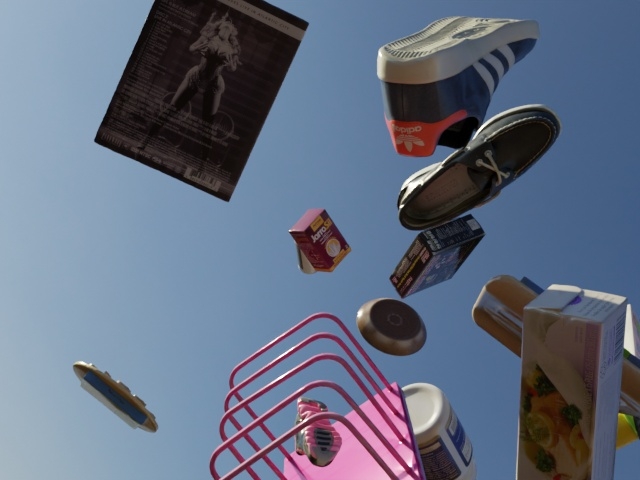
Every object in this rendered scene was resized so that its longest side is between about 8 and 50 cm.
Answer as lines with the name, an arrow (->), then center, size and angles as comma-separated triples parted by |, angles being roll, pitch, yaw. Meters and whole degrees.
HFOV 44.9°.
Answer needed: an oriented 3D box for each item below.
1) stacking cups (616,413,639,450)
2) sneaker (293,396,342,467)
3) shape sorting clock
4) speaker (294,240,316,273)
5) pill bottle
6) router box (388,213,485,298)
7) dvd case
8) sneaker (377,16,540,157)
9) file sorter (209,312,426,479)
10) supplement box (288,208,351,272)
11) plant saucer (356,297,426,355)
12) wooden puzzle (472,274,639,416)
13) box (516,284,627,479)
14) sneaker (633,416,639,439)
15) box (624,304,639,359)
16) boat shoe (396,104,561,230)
stacking cups -> 0.663, 0.298, 1.442 | 0.316, 0.096, 0.096 | -30, -75, 17
sneaker -> -0.010, 0.234, 0.901 | 0.047, 0.057, 0.119 | 21, 14, -14
shape sorting clock -> -0.397, 0.304, 1.507 | 0.206, 0.040, 0.206 | 30, -27, 17
speaker -> -0.027, 0.016, 1.693 | 0.055, 0.055, 0.136 | 31, -26, 21
pill bottle -> 0.252, 0.453, 1.726 | 0.153, 0.153, 0.265 | 9, -39, 42
router box -> 0.156, 0.023, 1.049 | 0.038, 0.092, 0.122 | 58, -30, 22
dvd case -> -0.132, -0.176, 0.863 | 0.164, 0.221, 0.018 | 24, 5, -8
sneaker -> 0.184, -0.205, 1.016 | 0.131, 0.350, 0.148 | 13, -61, 36
file sorter -> -0.012, 0.245, 0.955 | 0.182, 0.202, 0.291 | 52, 9, -14
supplement box -> 0.000, 0.000, 1.170 | 0.043, 0.055, 0.083 | 2, -47, 53
plant saucer -> 0.197, 0.222, 2.083 | 0.198, 0.198, 0.036 | 34, -47, 17
wooden puzzle -> 0.412, 0.173, 1.300 | 0.322, 0.080, 0.348 | 37, -8, 13
box -> 0.199, 0.199, 0.632 | 0.063, 0.067, 0.324 | 10, -69, 37
sneaker -> 0.645, 0.351, 1.262 | 0.300, 0.121, 0.111 | 37, -23, 49
box -> 0.628, 0.253, 1.631 | 0.103, 0.203, 0.114 | -19, -60, 30
boat shoe -> 0.255, -0.107, 1.259 | 0.302, 0.091, 0.114 | -37, -74, 30
